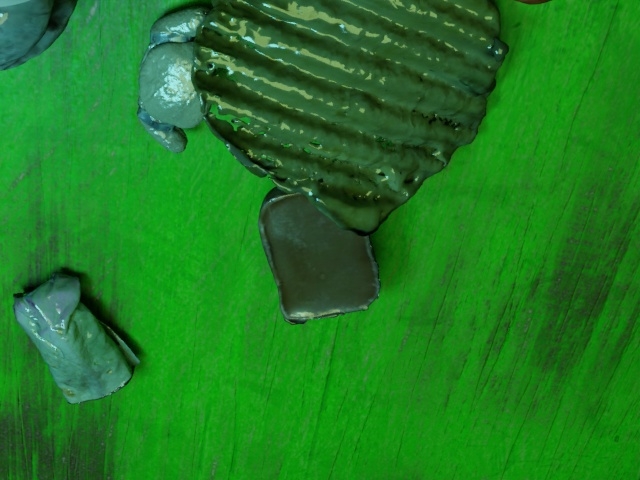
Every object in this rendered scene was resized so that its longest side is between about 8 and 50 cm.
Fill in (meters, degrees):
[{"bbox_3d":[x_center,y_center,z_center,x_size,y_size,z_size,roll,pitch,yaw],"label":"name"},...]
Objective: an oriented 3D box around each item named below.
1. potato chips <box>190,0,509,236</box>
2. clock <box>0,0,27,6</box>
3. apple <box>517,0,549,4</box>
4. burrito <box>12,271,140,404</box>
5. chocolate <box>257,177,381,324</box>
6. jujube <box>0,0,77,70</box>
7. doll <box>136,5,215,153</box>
[{"bbox_3d":[0.051,-0.216,1.442,0.389,0.097,0.373,40,104,-22],"label":"potato chips"},{"bbox_3d":[-0.350,-0.361,1.187,0.230,0.231,0.083,13,167,-6],"label":"clock"},{"bbox_3d":[0.233,-0.368,1.276,0.199,0.199,0.199,2,128,3],"label":"apple"},{"bbox_3d":[-0.394,0.158,1.785,0.143,0.089,0.229,-19,126,15],"label":"burrito"},{"bbox_3d":[0.000,0.000,1.632,0.161,0.083,0.261,-6,133,3],"label":"chocolate"},{"bbox_3d":[-0.446,-0.316,1.335,0.307,0.215,0.247,12,117,2],"label":"jujube"},{"bbox_3d":[-0.187,-0.210,1.488,0.103,0.072,0.214,11,123,-6],"label":"doll"}]
